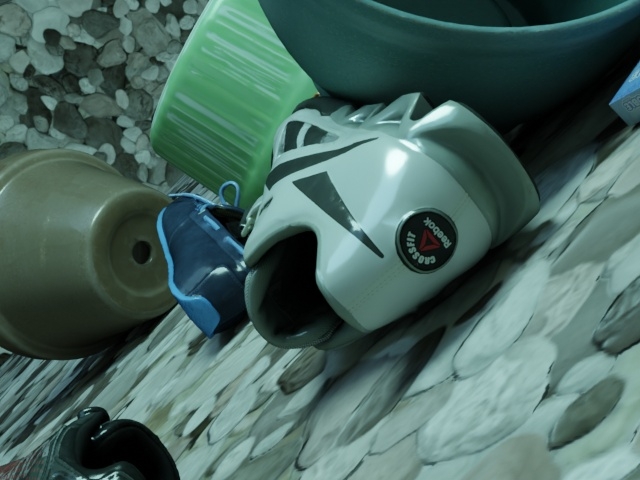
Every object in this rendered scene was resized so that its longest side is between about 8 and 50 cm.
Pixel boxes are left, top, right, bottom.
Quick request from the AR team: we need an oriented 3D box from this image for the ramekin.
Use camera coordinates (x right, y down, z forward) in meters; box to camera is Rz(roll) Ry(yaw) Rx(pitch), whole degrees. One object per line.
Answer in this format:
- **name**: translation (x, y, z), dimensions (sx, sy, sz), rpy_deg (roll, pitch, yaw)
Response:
- **ramekin**: translation (-0.054, -0.178, 1.549), dimensions (0.303, 0.148, 0.303), rpy_deg (-60, -1, -2)

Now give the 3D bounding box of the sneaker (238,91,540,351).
- **sneaker**: translation (-0.001, -0.004, 0.888), dimensions (0.146, 0.122, 0.330), rpy_deg (-44, 8, -11)

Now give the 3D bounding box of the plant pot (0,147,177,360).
- **plant pot**: translation (-0.269, 0.013, 1.711), dimensions (0.229, 0.263, 0.263), rpy_deg (-3, 39, 51)

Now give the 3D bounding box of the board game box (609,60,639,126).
- **board game box**: translation (0.205, -0.108, 0.769), dimensions (0.090, 0.020, 0.090), rpy_deg (-52, 12, -32)

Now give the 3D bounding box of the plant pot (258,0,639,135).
- **plant pot**: translation (0.083, -0.182, 0.953), dimensions (0.293, 0.293, 0.196), rpy_deg (-50, -17, -29)

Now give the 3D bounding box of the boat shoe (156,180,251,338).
- **boat shoe**: translation (-0.084, 0.014, 1.328), dimensions (0.089, 0.109, 0.258), rpy_deg (-37, 26, 4)

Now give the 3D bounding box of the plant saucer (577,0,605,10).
- **plant saucer**: translation (0.236, -0.216, 1.063), dimensions (0.200, 0.037, 0.200), rpy_deg (-43, 9, 8)

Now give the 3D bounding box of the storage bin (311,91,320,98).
- **storage bin**: translation (0.027, -0.086, 1.261), dimensions (0.135, 0.098, 0.091), rpy_deg (-53, 2, -42)

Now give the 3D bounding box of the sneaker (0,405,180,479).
- **sneaker**: translation (-0.147, 0.164, 0.867), dimensions (0.135, 0.097, 0.276), rpy_deg (-47, 11, -11)
